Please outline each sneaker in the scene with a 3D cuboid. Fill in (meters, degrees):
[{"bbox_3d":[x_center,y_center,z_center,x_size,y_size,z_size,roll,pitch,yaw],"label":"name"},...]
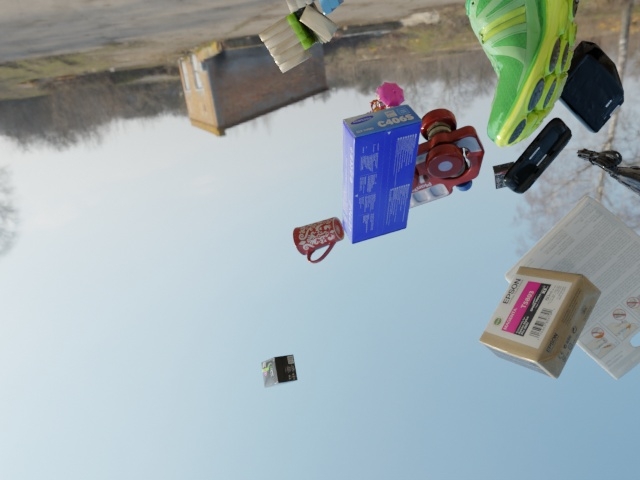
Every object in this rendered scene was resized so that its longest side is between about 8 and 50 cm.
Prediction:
[{"bbox_3d":[0.245,-0.265,0.609,0.123,0.296,0.109,14,-168,40],"label":"sneaker"}]

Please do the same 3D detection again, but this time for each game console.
[{"bbox_3d":[0.575,-0.275,1.191,0.213,0.361,0.044,25,-161,-33],"label":"game console"}]

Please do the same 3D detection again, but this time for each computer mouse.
[{"bbox_3d":[0.640,-0.115,0.952,0.261,0.060,0.184,34,-160,5],"label":"computer mouse"}]

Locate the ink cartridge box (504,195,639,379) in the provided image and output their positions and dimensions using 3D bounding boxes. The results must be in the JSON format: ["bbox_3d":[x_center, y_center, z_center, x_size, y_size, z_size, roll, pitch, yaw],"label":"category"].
[{"bbox_3d":[0.745,0.121,1.304,0.385,0.308,0.091,45,-163,13],"label":"ink cartridge box"}]

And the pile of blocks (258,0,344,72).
[{"bbox_3d":[0.002,-0.554,1.114,0.362,0.148,0.113,-48,-171,40],"label":"pile of blocks"}]

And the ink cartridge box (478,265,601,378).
[{"bbox_3d":[0.521,0.187,1.178,0.235,0.088,0.193,-58,-158,-11],"label":"ink cartridge box"}]

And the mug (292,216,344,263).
[{"bbox_3d":[0.003,-0.004,1.832,0.169,0.151,0.113,-19,-175,25],"label":"mug"}]

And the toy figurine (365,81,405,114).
[{"bbox_3d":[0.192,-0.396,1.459,0.130,0.159,0.173,-14,-139,-23],"label":"toy figurine"}]

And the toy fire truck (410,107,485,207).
[{"bbox_3d":[0.312,-0.205,1.381,0.301,0.254,0.170,-19,-127,25],"label":"toy fire truck"}]

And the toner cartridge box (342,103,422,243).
[{"bbox_3d":[0.140,-0.150,1.201,0.165,0.348,0.075,-17,-130,-13],"label":"toner cartridge box"}]

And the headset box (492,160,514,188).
[{"bbox_3d":[0.537,-0.192,1.428,0.062,0.083,0.032,-12,-128,17],"label":"headset box"}]

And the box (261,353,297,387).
[{"bbox_3d":[-0.098,0.306,1.148,0.052,0.062,0.083,0,158,-31],"label":"box"}]
